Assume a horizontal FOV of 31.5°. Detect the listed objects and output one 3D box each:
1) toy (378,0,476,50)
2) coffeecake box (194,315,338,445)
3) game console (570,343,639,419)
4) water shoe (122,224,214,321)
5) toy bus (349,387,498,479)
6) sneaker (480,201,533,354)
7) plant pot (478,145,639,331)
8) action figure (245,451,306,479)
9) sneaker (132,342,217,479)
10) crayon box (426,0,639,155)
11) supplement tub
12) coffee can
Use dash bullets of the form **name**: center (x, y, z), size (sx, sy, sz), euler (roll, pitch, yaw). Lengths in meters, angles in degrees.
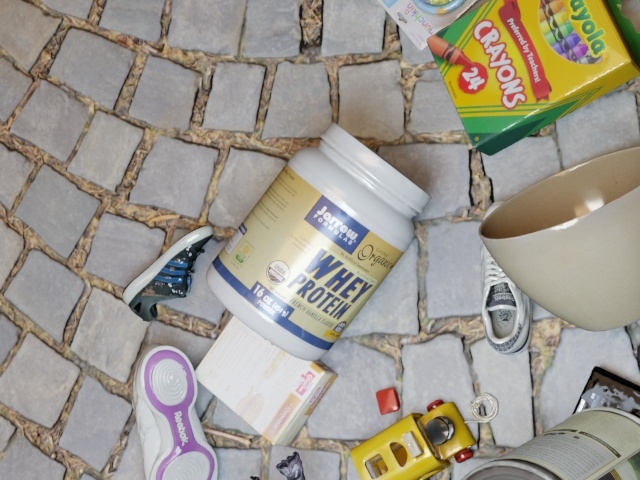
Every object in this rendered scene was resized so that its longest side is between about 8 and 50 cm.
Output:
- **toy**: center (0.205, -0.440, 1.837), size (0.237, 0.056, 0.137), euler (-40, 67, 10)
- **coffeecake box**: center (-0.089, 0.217, 1.821), size (0.185, 0.068, 0.142), euler (37, 94, 23)
- **game console**: center (0.508, 0.183, 1.606), size (0.213, 0.044, 0.361), euler (26, 92, 23)
- **water shoe**: center (-0.242, 0.056, 1.923), size (0.203, 0.073, 0.080), euler (-40, 90, 14)
- **toy bus**: center (0.145, 0.307, 1.692), size (0.190, 0.104, 0.202), euler (12, 85, 23)
- **sneaker**: center (0.277, 0.052, 1.695), size (0.090, 0.095, 0.235), euler (-8, 76, 22)
- **plant pot**: center (0.389, 0.013, 1.588), size (0.284, 0.284, 0.191), euler (-24, 102, 16)
- **action figure**: center (0.005, 0.449, 1.708), size (0.164, 0.141, 0.276), euler (-35, 96, 4)
- **sneaker**: center (-0.242, 0.313, 1.856), size (0.114, 0.152, 0.305), euler (-6, 96, -20)
- **crayon box**: center (0.340, -0.293, 1.717), size (0.318, 0.081, 0.202), euler (-29, 70, 23)
- **supplement tub**: center (0.000, 0.000, 1.740), size (0.228, 0.228, 0.316), euler (39, 96, 23)
- **coffee can**: center (0.324, 0.348, 1.490), size (0.201, 0.275, 0.202), euler (8, 103, 38)
